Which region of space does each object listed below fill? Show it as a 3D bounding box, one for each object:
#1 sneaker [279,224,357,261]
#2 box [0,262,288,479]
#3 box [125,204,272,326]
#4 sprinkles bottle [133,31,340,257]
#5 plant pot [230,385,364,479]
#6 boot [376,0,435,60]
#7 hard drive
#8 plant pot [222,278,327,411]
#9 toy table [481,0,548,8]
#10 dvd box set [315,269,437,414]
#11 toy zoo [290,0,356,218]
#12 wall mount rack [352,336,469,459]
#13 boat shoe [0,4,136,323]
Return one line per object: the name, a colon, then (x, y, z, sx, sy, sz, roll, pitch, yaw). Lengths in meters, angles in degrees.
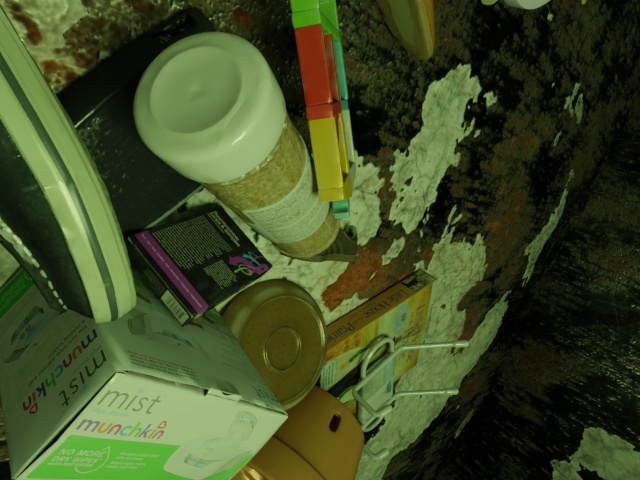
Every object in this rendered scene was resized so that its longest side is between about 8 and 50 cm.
sneaker: (0.000, 0.000, 0.766, 0.189, 0.066, 0.071, 5, 94, -53)
box: (-0.196, 0.139, 0.495, 0.126, 0.231, 0.262, -46, 141, -1)
box: (-0.145, 0.023, 0.540, 0.029, 0.116, 0.162, -44, 174, 33)
sprinkles bottle: (-0.061, -0.073, 0.506, 0.121, 0.121, 0.355, -54, 161, -5)
plant pot: (-0.050, 0.413, 0.823, 0.203, 0.291, 0.290, -44, 142, -42)
boot: (0.165, -0.433, 0.598, 0.211, 0.104, 0.295, -41, 131, -6)
hard drive: (-0.185, -0.118, 0.487, 0.254, 0.054, 0.172, -46, 140, -15)
plant pot: (-0.070, 0.185, 0.742, 0.237, 0.033, 0.235, 2, 87, -41)
toy table: (0.319, -0.495, 0.688, 0.274, 0.161, 0.252, -43, 139, -17)
dvd box set: (0.118, 0.282, 1.059, 0.421, 0.062, 0.307, -24, 131, -35)
toy zoo: (0.012, -0.167, 0.530, 0.192, 0.030, 0.292, -65, 148, -69)
wall mount rack: (0.210, 0.365, 1.059, 0.304, 0.131, 0.349, -31, 135, -29)
boat shoe: (-0.279, -0.135, 0.255, 0.156, 0.187, 0.499, -34, 121, -19)
